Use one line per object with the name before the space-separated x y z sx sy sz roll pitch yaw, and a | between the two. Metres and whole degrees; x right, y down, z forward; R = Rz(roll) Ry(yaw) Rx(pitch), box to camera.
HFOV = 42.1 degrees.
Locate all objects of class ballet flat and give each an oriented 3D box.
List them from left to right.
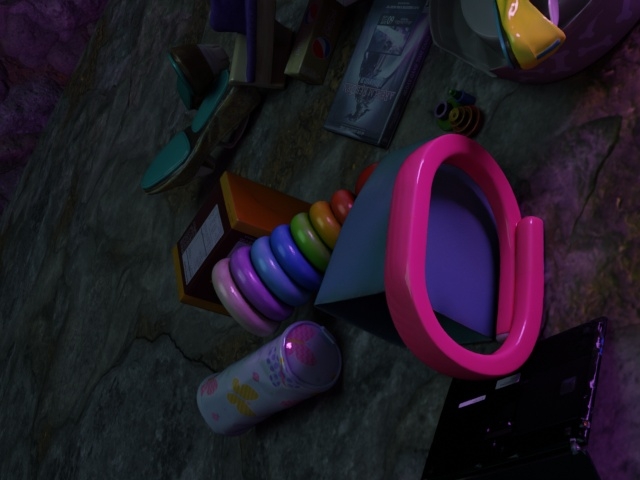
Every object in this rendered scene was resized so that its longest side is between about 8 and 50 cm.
ballet flat | -0.260 -0.371 1.838 0.124 0.116 0.342 -30 -3 -7
ballet flat | -0.252 -0.212 1.806 0.348 0.123 0.123 -49 37 19
ballet flat | 0.230 -0.295 0.973 0.077 0.077 0.231 -25 53 23

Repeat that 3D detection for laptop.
laptop | 0.236 0.251 0.900 0.234 0.136 0.264 -33 22 44

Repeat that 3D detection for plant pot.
plant pot | 0.128 -0.001 1.075 0.166 0.165 0.234 -18 51 53

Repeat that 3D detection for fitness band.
fitness band | 0.165 0.016 0.947 0.054 0.209 0.291 -28 48 50

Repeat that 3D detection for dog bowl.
dog bowl | 0.293 -0.361 1.064 0.349 0.102 0.348 -33 47 44

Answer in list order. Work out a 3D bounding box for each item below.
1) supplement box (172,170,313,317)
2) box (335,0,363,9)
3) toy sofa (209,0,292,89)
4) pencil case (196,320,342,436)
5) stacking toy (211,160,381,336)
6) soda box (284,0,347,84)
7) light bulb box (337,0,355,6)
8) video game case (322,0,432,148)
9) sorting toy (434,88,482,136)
supplement box | -0.118 0.021 1.404 0.194 0.191 0.129 -51 36 27
box | 0.135 -0.552 1.351 0.381 0.143 0.191 -16 60 49
toy sofa | -0.139 -0.443 1.563 0.362 0.177 0.150 103 173 -69
pencil case | -0.084 0.223 1.319 0.273 0.124 0.113 -36 84 44
stacking toy | 0.000 0.000 1.242 0.330 0.141 0.141 -38 41 14
soda box | -0.005 -0.392 1.585 0.061 0.058 0.181 18 88 59
light bulb box | 0.002 -0.585 1.120 0.225 0.358 0.361 -13 63 45
video game case | 0.106 -0.298 1.394 0.196 0.026 0.274 29 98 58
sorting toy | 0.190 -0.185 1.183 0.061 0.042 0.102 -65 31 9
